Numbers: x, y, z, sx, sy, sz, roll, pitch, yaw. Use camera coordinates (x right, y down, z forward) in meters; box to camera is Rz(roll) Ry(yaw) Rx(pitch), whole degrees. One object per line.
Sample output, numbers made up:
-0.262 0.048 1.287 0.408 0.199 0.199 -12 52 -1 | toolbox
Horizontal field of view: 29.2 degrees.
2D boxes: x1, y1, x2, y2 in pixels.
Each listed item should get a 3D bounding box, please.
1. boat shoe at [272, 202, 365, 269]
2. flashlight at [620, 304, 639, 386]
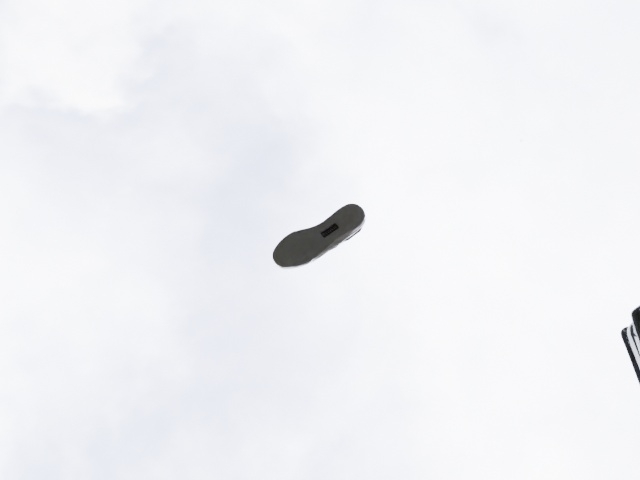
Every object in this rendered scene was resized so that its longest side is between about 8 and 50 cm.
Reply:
0.000 0.000 1.189 0.100 0.035 0.035 -33 -111 -6 | boat shoe
0.290 0.179 0.834 0.103 0.103 0.304 -6 -122 -18 | flashlight
